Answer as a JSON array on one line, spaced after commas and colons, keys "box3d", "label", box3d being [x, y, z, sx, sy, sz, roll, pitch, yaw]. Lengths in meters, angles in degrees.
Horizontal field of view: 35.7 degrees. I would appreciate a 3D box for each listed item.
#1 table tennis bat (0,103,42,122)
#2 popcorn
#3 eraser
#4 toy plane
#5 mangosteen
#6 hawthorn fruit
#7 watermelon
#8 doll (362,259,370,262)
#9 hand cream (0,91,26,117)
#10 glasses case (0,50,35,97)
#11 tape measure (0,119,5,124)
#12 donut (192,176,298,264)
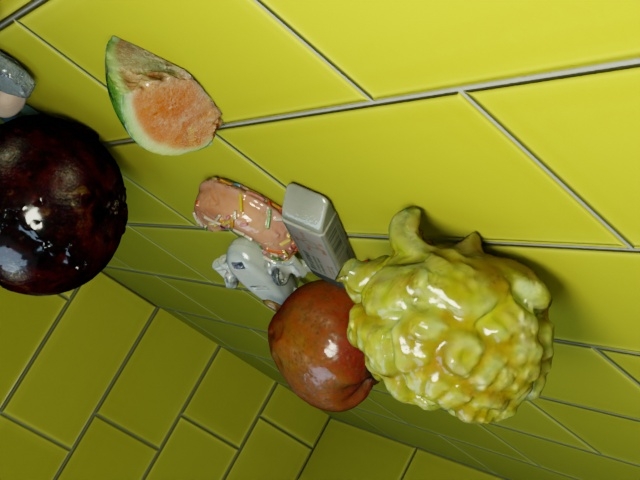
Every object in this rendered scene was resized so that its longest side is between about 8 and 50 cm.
[{"box3d": [-0.613, -0.234, 2.229, 0.329, 0.044, 0.215, 35, 163, -12], "label": "table tennis bat"}, {"box3d": [0.182, 0.128, 1.480, 0.336, 0.279, 0.274, 13, 123, -1], "label": "popcorn"}, {"box3d": [0.000, 0.000, 1.821, 0.089, 0.061, 0.352, 23, 165, 18], "label": "eraser"}, {"box3d": [-0.116, 0.064, 2.163, 0.245, 0.117, 0.244, 13, 152, 7], "label": "toy plane"}, {"box3d": [-0.599, -0.093, 2.036, 0.421, 0.381, 0.381, 33, 166, 2], "label": "mangosteen"}, {"box3d": [0.006, 0.198, 2.090, 0.298, 0.277, 0.277, 29, 166, 10], "label": "hawthorn fruit"}, {"box3d": [-0.264, -0.220, 1.529, 0.146, 0.128, 0.231, 42, 175, 29], "label": "watermelon"}, {"box3d": [0.176, 0.119, 1.868, 0.245, 0.076, 0.142, 29, 167, 15], "label": "doll"}, {"box3d": [-0.698, -0.329, 2.024, 0.248, 0.083, 0.133, 31, 172, 31], "label": "hand cream"}, {"box3d": [-0.666, -0.351, 1.881, 0.282, 0.067, 0.109, 29, 168, 8], "label": "glasses case"}, {"box3d": [-0.804, -0.253, 2.288, 0.106, 0.175, 0.200, 7, 149, 49], "label": "tape measure"}, {"box3d": [-0.144, -0.038, 1.920, 0.233, 0.085, 0.199, 25, 164, 10], "label": "donut"}]
